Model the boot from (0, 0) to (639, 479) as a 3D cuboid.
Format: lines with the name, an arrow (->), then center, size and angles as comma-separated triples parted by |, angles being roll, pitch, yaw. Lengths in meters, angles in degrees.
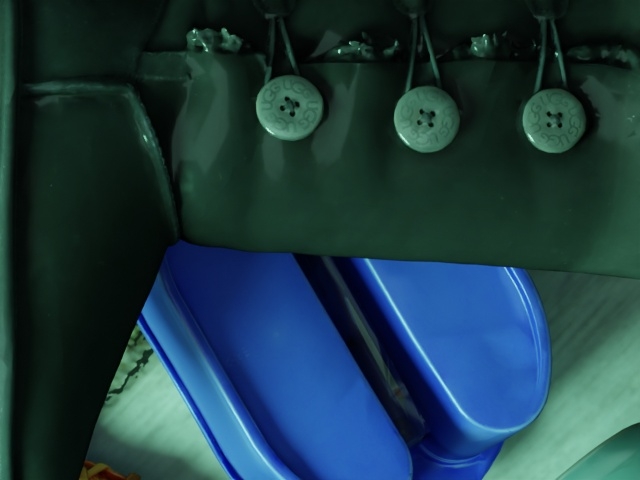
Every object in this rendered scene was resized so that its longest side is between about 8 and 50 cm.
boot -> 0.000, -0.002, 0.984 | 0.445, 0.146, 0.367 | 0, 90, -16

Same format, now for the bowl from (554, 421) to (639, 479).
bowl -> 0.211, 0.239, 1.088 | 0.311, 0.311, 0.163 | -44, 70, 8

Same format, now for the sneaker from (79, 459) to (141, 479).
sneaker -> -0.199, 0.171, 1.188 | 0.321, 0.124, 0.180 | 4, 97, 6

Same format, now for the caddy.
caddy -> 0.007, 0.044, 1.130 | 0.241, 0.179, 0.341 | -29, 88, -14
